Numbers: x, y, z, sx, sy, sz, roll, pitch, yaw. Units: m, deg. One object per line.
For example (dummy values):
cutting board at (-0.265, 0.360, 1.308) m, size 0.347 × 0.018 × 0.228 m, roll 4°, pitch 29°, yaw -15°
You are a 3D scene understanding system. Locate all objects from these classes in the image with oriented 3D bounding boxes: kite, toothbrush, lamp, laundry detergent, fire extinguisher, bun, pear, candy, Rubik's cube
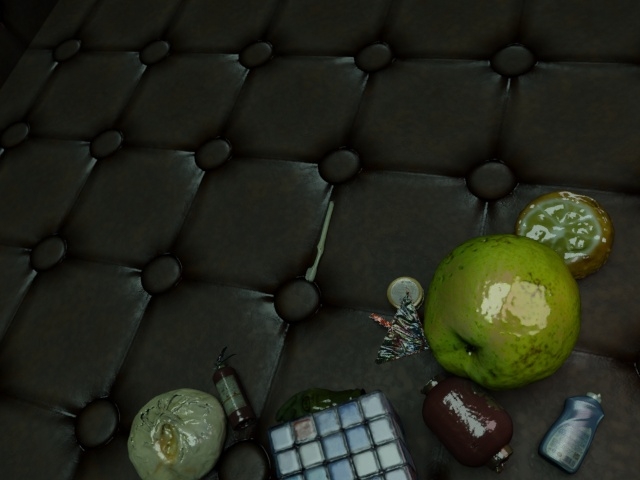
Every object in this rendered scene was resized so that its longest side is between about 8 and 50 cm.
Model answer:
kite at (0.224, 0.249, 1.546) m, size 0.189 × 0.009 × 0.232 m, roll 27°, pitch 84°, yaw 13°
toothbrush at (0.005, 0.000, 1.757) m, size 0.028 × 0.026 × 0.294 m, roll 3°, pitch 63°, yaw 34°
lamp at (0.360, 0.435, 1.340) m, size 0.180 × 0.180 × 0.258 m, roll -39°, pitch 60°, yaw -7°
laundry detergent at (0.608, 0.446, 1.320) m, size 0.097 × 0.061 × 0.206 m, roll 30°, pitch 74°, yaw 30°
fire extinguisher at (-0.248, 0.414, 1.574) m, size 0.099 × 0.071 × 0.231 m, roll -39°, pitch 57°, yaw 15°
bun at (-0.404, 0.534, 1.516) m, size 0.288 × 0.146 × 0.287 m, roll -8°, pitch 61°, yaw 15°
pear at (0.429, 0.177, 1.334) m, size 0.392 × 0.391 × 0.390 m, roll -7°, pitch 61°, yaw 13°
candy at (0.665, -0.016, 1.523) m, size 0.260 × 0.118 × 0.259 m, roll -8°, pitch 59°, yaw 14°
Rubik's cube at (0.076, 0.552, 1.284) m, size 0.293 × 0.292 × 0.286 m, roll -19°, pitch 59°, yaw 2°

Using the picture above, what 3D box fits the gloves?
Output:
gloves at (-0.003, 0.445, 1.464) m, size 0.268 × 0.107 × 0.135 m, roll -24°, pitch 17°, yaw 18°

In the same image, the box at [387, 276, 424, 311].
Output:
box at (0.245, 0.157, 1.595) m, size 0.106 × 0.037 × 0.105 m, roll -7°, pitch 62°, yaw 12°
